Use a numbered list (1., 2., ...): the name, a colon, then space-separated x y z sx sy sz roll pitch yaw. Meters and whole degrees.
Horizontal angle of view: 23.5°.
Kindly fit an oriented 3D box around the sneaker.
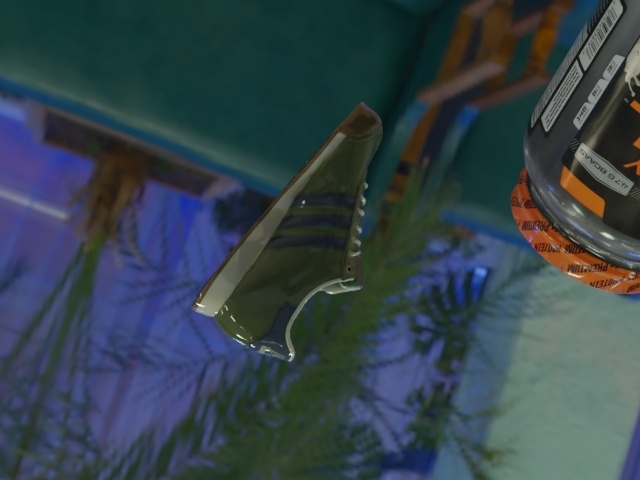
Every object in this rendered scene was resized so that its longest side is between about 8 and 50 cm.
1. sneaker: 0.000 0.000 1.071 0.086 0.192 0.064 40 164 -2

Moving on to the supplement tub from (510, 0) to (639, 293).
1. supplement tub: 0.175 -0.070 0.753 0.117 0.117 0.190 20 128 -9
